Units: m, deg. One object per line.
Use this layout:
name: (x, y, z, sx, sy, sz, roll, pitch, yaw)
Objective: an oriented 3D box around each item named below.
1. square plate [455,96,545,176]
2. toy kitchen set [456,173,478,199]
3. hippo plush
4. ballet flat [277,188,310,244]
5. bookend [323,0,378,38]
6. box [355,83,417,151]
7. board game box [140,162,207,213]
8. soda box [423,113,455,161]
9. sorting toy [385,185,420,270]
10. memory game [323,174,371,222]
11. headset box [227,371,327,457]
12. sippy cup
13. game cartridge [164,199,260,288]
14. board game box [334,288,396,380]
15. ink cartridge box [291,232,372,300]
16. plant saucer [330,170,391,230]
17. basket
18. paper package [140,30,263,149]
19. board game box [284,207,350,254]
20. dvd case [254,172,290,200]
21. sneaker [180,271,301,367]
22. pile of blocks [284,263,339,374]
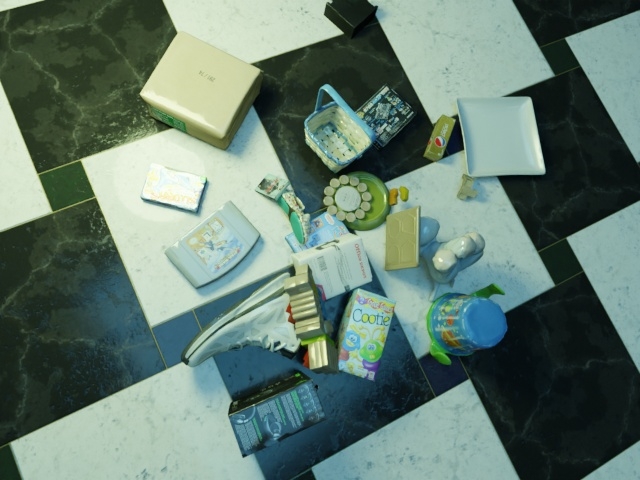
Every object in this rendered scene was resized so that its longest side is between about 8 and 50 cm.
square plate: (0.735, -0.426, 1.850, 0.345, 0.049, 0.346, -4, 79, -9)
toy kitchen set: (0.591, -0.209, 1.791, 0.068, 0.075, 0.083, 19, 116, -2)
hippo plush: (0.436, 0.019, 1.636, 0.234, 0.294, 0.236, -31, 62, -15)
ballet flat: (-0.083, -0.096, 1.609, 0.077, 0.091, 0.240, -17, 65, -28)
bookend: (0.124, -0.947, 1.848, 0.157, 0.072, 0.156, 42, 74, 2)
box: (0.248, -0.490, 1.783, 0.175, 0.051, 0.220, 44, 75, 2)
board game box: (-0.522, -0.186, 1.602, 0.201, 0.035, 0.136, 13, 76, -6)
soda box: (0.478, -0.411, 1.800, 0.061, 0.058, 0.181, 24, 75, -3)
sorting toy: (0.299, -0.049, 1.603, 0.041, 0.229, 0.306, 7, 80, -21)
memory game: (0.101, -0.156, 1.670, 0.186, 0.012, 0.186, 2, 77, -9)
headset box: (-0.131, 0.530, 1.406, 0.283, 0.246, 0.131, -20, 83, -12)
sippy cup: (0.524, 0.290, 1.576, 0.240, 0.224, 0.305, 10, 76, -8)
game cartridge: (-0.367, 0.021, 1.577, 0.297, 0.062, 0.198, -42, 83, -15)
board game box: (0.142, 0.323, 1.547, 0.142, 0.144, 0.275, 19, 77, -6)
ink cartridge box: (0.041, 0.096, 1.571, 0.237, 0.100, 0.171, -21, 106, -15)
plant saucer: (0.160, -0.156, 1.706, 0.241, 0.037, 0.240, 2, 78, -8)
basket: (0.066, -0.396, 1.610, 0.201, 0.289, 0.254, -40, 88, -15)
paper package: (-0.422, -0.534, 1.625, 0.325, 0.168, 0.309, 26, 75, -4)
board game box: (0.000, 0.000, 1.646, 0.212, 0.039, 0.160, -32, 85, -13)
dvd case: (-0.177, -0.197, 1.637, 0.120, 0.013, 0.087, 27, 72, 36)
sneaker: (-0.214, 0.324, 1.476, 0.448, 0.169, 0.257, -36, 84, -17)
pile of blocks: (-0.041, 0.263, 1.451, 0.113, 0.149, 0.361, -17, 78, 15)
